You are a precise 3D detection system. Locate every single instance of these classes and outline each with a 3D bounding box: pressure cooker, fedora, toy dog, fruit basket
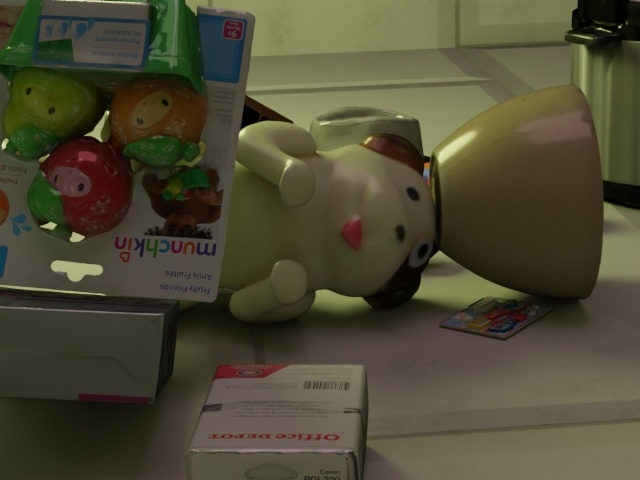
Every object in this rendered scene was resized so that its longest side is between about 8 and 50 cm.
[{"bbox_3d":[0.601,-0.290,2.413,0.375,0.420,0.370,2,18,16],"label":"pressure cooker"},{"bbox_3d":[0.072,-0.168,2.569,0.275,0.124,0.244,-5,16,-10],"label":"fedora"},{"bbox_3d":[-0.052,-0.014,1.906,0.408,0.285,0.395,1,-4,6],"label":"toy dog"},{"bbox_3d":[-0.256,-0.115,1.671,0.327,0.353,0.165,5,-19,10],"label":"fruit basket"}]

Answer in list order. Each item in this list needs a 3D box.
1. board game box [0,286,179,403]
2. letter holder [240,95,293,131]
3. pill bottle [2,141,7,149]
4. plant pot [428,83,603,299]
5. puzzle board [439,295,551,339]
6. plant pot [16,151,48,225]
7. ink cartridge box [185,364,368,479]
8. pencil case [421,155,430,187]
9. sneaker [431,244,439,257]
[{"bbox_3d":[-0.272,0.108,1.561,0.224,0.097,0.303,4,2,-2],"label":"board game box"},{"bbox_3d":[-0.228,-0.164,2.595,0.152,0.214,0.302,26,-6,-40],"label":"letter holder"},{"bbox_3d":[-0.612,-0.092,2.361,0.136,0.136,0.245,10,20,35],"label":"pill bottle"},{"bbox_3d":[0.244,-0.058,1.906,0.191,0.284,0.284,-4,17,-3],"label":"plant pot"},{"bbox_3d":[0.225,0.096,1.867,0.096,0.011,0.128,10,20,34],"label":"puzzle board"},{"bbox_3d":[-0.501,-0.073,2.276,0.167,0.167,0.165,7,11,28],"label":"plant pot"},{"bbox_3d":[-0.036,0.199,1.407,0.158,0.092,0.218,0,15,5],"label":"ink cartridge box"},{"bbox_3d":[0.264,-0.077,2.295,0.236,0.104,0.104,4,17,13],"label":"pencil case"},{"bbox_3d":[0.067,0.003,2.081,0.222,0.083,0.118,-28,66,-9],"label":"sneaker"}]
